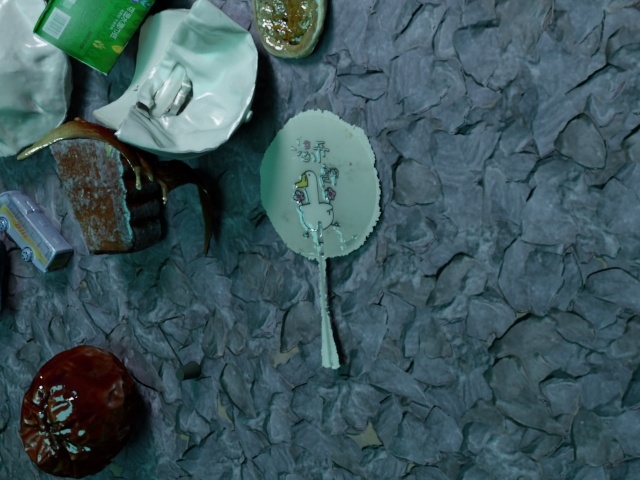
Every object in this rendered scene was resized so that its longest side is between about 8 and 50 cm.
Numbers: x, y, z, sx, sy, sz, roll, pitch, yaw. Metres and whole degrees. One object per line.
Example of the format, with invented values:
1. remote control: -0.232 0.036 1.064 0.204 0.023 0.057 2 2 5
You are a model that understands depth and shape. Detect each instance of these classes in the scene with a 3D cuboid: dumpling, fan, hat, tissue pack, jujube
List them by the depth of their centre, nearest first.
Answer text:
1. fan: 0.001 0.000 1.637 0.233 0.012 0.414 4 101 36
2. hat: -0.237 -0.237 1.680 0.301 0.168 0.258 15 72 56
3. tissue pack: -0.354 -0.415 1.724 0.148 0.156 0.209 30 125 -18
4. dumpling: -0.566 -0.310 1.881 0.260 0.181 0.341 22 95 20
5. jujube: -0.445 0.320 1.933 0.213 0.213 0.232 44 127 20

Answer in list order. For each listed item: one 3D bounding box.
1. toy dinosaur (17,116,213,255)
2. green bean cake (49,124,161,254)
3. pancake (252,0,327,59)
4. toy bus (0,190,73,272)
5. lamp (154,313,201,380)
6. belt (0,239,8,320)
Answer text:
1. toy dinosaur: -0.310 -0.098 1.664 0.206 0.327 0.113 42 105 30
2. green bean cake: -0.379 -0.091 1.840 0.199 0.097 0.232 -6 98 36
3. pancake: -0.047 -0.349 1.580 0.152 0.025 0.151 8 104 34
4. toy bus: -0.564 -0.019 2.015 0.190 0.064 0.075 47 118 18
5. lamp: -0.256 0.195 1.847 0.041 0.054 0.121 -18 91 37
6. belt: -0.693 0.075 2.096 0.128 0.122 0.218 26 122 27
